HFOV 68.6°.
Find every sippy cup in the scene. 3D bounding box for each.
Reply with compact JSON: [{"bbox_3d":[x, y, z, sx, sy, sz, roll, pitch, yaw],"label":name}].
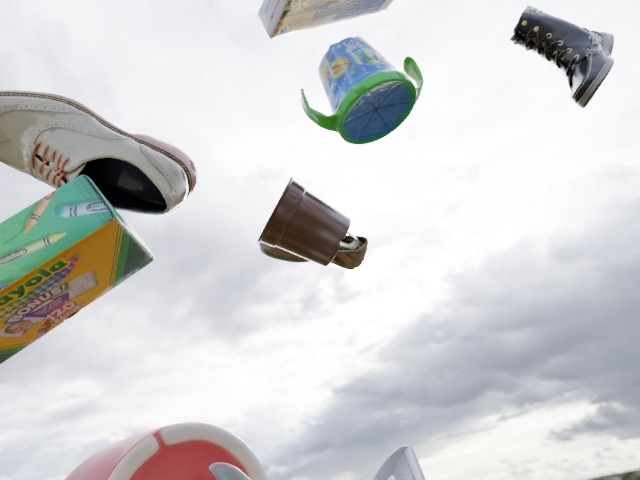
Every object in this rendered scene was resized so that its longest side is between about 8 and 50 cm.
[{"bbox_3d":[0.108,-0.422,1.282,0.305,0.224,0.240,-1,-35,-43],"label":"sippy cup"}]

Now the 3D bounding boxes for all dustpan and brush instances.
[{"bbox_3d":[0.102,0.477,0.823,0.060,0.147,0.211,25,-77,-13],"label":"dustpan and brush"}]

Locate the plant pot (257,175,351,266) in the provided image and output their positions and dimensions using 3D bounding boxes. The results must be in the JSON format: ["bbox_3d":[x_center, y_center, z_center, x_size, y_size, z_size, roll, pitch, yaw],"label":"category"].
[{"bbox_3d":[-0.031,-0.033,1.050,0.165,0.167,0.167,27,-39,-6],"label":"plant pot"}]

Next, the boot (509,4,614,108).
[{"bbox_3d":[0.433,-0.343,0.864,0.178,0.236,0.085,27,-38,9],"label":"boot"}]

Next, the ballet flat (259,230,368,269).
[{"bbox_3d":[0.000,0.000,1.266,0.342,0.116,0.124,13,-61,-35],"label":"ballet flat"}]

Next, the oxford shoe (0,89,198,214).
[{"bbox_3d":[-0.406,-0.142,0.760,0.397,0.146,0.140,14,-66,-8],"label":"oxford shoe"}]

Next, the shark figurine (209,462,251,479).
[{"bbox_3d":[-0.082,0.297,0.401,0.278,0.166,0.116,-40,-16,-41],"label":"shark figurine"}]

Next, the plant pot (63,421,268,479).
[{"bbox_3d":[-0.194,0.355,0.578,0.275,0.275,0.243,9,-36,-29],"label":"plant pot"}]

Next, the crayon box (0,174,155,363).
[{"bbox_3d":[-0.378,0.051,0.613,0.278,0.081,0.165,-36,-15,-14],"label":"crayon box"}]

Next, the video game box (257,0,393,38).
[{"bbox_3d":[0.040,-0.341,0.581,0.205,0.048,0.187,-25,-3,-22],"label":"video game box"}]
